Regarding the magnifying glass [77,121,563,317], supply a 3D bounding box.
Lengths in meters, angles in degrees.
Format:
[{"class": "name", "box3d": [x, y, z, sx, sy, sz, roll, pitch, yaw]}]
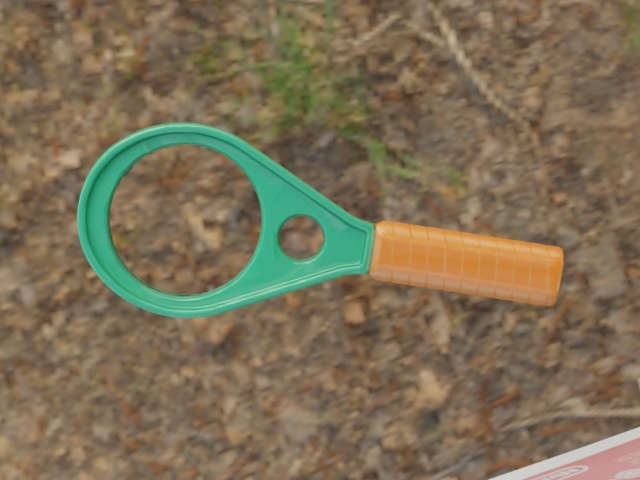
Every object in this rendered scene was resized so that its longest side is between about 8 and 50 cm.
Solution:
[{"class": "magnifying glass", "box3d": [0.000, 0.000, 0.862, 0.231, 0.026, 0.092, 9, 93, -2]}]

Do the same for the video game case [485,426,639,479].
[{"class": "video game case", "box3d": [0.185, 0.059, 0.442, 0.285, 0.204, 0.025, -3, 100, 60]}]

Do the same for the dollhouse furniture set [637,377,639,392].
[{"class": "dollhouse furniture set", "box3d": [0.409, 0.130, 1.469, 0.262, 0.259, 0.135, -17, 107, -1]}]
